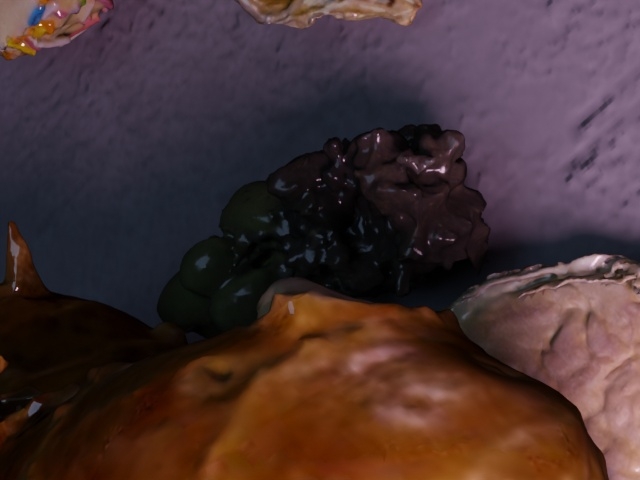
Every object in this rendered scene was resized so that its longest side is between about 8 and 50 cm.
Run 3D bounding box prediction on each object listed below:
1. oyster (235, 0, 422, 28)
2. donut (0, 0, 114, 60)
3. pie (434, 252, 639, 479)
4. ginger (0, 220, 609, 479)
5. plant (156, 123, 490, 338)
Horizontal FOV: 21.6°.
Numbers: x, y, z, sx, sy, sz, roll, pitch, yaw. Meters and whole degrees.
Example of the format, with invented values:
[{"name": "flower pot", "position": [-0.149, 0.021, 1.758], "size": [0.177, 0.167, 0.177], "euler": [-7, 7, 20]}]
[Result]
[{"name": "oyster", "position": [-0.016, -0.150, 0.733], "size": [0.146, 0.045, 0.121], "euler": [0, 88, 50]}, {"name": "donut", "position": [-0.148, -0.174, 0.828], "size": [0.175, 0.068, 0.174], "euler": [17, 113, 47]}, {"name": "pie", "position": [0.101, 0.098, 0.593], "size": [0.218, 0.052, 0.185], "euler": [50, 120, 37]}, {"name": "ginger", "position": [-0.071, 0.097, 0.616], "size": [0.418, 0.176, 0.254], "euler": [-31, 72, 50]}, {"name": "plant", "position": [0.000, 0.000, 0.687], "size": [0.174, 0.085, 0.087], "euler": [-28, 43, 43]}]
